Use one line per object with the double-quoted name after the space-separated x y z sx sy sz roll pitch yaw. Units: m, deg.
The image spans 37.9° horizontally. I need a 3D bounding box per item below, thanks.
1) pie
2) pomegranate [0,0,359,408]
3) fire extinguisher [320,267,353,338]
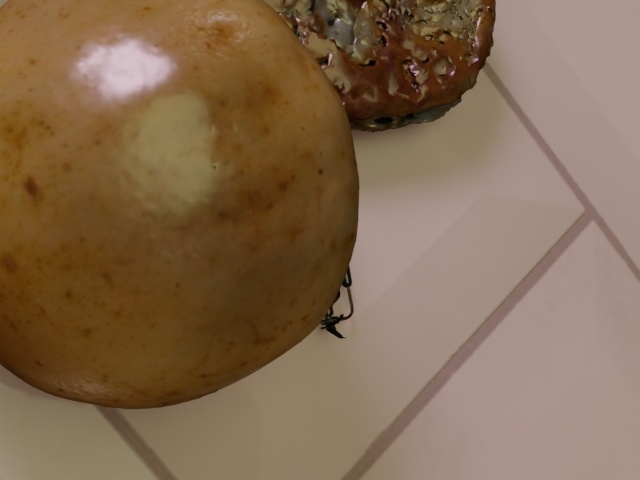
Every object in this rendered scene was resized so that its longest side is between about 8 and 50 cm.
0.031 -0.225 0.832 0.308 0.085 0.308 3 82 -24 "pie"
-0.124 -0.031 0.618 0.307 0.307 0.307 6 76 -25 "pomegranate"
0.000 0.000 0.801 0.049 0.035 0.173 4 73 -65 "fire extinguisher"
